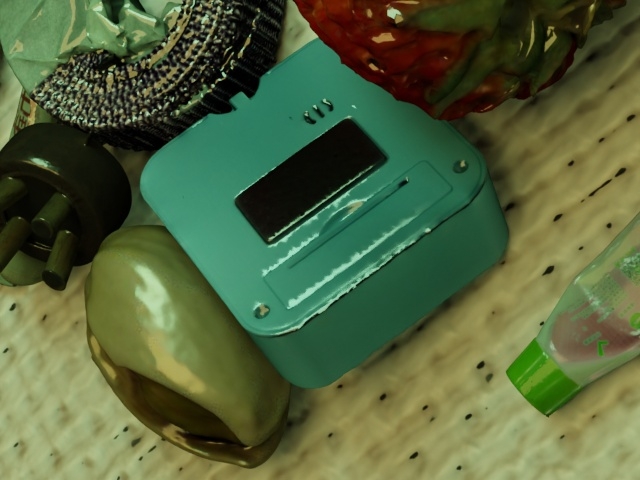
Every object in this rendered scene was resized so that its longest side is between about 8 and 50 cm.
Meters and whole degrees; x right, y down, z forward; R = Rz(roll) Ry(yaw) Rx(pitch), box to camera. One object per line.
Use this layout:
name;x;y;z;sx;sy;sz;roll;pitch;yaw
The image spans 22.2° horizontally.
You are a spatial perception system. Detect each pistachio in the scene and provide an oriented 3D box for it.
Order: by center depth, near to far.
pistachio;-0.112;0.087;1.388;0.153;0.138;0.238;-26;67;-14

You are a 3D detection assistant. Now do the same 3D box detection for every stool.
stool;-0.250;-0.017;1.457;0.125;0.121;0.217;34;141;-7

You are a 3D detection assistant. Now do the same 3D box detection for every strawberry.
strawberry;0.102;-0.264;1.264;0.312;0.267;0.351;-33;34;-5

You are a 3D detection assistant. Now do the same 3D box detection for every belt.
belt;-0.171;-0.240;1.474;0.260;0.122;0.325;-27;72;20

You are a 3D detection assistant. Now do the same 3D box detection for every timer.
timer;-0.001;-0.033;1.339;0.232;0.091;0.250;-36;53;-4

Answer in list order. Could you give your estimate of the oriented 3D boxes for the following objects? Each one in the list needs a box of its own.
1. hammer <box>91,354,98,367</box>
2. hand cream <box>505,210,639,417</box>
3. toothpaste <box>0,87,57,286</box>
hammer;-0.164;0.082;1.486;0.110;0.019;0.035;-49;63;14
hand cream;0.251;0.020;1.239;0.079;0.050;0.275;44;101;1
toothpaste;-0.284;-0.070;1.566;0.060;0.038;0.233;17;95;33
